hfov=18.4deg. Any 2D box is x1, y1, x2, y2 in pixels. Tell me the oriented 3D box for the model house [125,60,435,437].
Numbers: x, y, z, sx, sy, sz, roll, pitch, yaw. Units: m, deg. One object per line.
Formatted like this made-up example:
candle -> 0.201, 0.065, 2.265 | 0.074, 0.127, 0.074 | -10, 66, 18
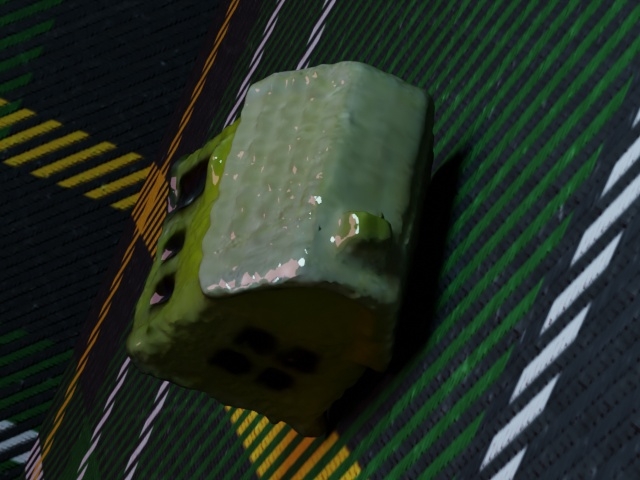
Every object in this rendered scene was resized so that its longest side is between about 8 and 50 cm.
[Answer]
model house -> 0.000, 0.000, 1.367 | 0.234, 0.175, 0.193 | -35, 33, 50
